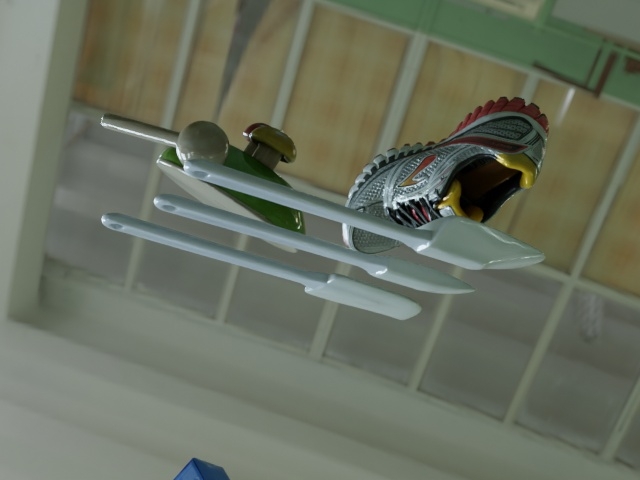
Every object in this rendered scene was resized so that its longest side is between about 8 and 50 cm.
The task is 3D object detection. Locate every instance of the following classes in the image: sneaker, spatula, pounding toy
[{"bbox_3d":[0.107,-0.046,1.128,0.088,0.225,0.093,41,-144,-25],"label":"sneaker"},{"bbox_3d":[0.000,0.000,0.767,0.242,0.168,0.019,18,-112,-26],"label":"spatula"},{"bbox_3d":[-0.088,-0.092,1.316,0.183,0.110,0.237,25,169,44],"label":"pounding toy"}]

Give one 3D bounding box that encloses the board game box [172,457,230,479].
[{"bbox_3d":[-0.103,0.317,1.045,0.047,0.160,0.210,32,-165,-47],"label":"board game box"}]
